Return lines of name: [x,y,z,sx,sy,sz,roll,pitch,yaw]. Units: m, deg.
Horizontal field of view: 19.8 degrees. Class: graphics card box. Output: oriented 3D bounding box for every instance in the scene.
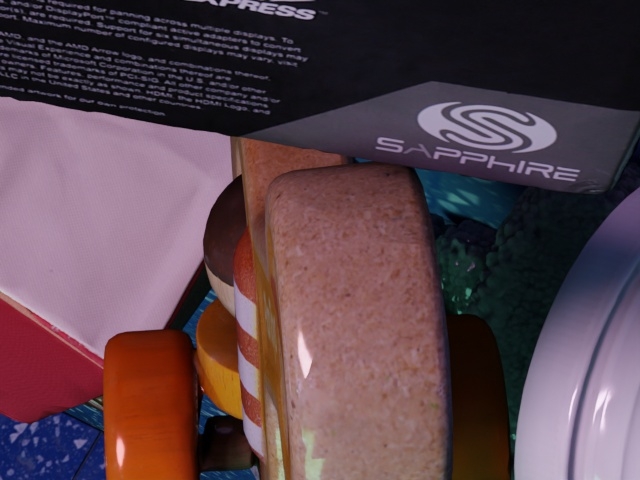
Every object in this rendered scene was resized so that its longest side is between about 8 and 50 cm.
graphics card box: [-0.028,-0.140,0.243,0.232,0.094,0.371,9,153,0]

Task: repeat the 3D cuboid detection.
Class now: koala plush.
koala plush: [0.081,0.065,0.841,0.196,0.203,0.221,4,179,25]

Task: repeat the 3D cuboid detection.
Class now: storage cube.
storage cube: [-0.136,-0.047,0.808,0.183,0.215,0.193,33,160,-12]

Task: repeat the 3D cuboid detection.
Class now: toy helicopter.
toy helicopter: [0.000,0.000,0.543,0.140,0.235,0.355,-2,-177,-4]

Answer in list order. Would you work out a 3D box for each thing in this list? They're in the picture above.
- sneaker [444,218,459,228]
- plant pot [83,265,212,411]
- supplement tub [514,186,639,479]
sneaker: [0.088,0.021,0.953,0.035,0.031,0.083,12,157,50]
plant pot: [-0.123,-0.002,1.022,0.167,0.165,0.167,28,167,7]
supplement tub: [0.219,0.083,0.578,0.272,0.191,0.191,18,162,41]
